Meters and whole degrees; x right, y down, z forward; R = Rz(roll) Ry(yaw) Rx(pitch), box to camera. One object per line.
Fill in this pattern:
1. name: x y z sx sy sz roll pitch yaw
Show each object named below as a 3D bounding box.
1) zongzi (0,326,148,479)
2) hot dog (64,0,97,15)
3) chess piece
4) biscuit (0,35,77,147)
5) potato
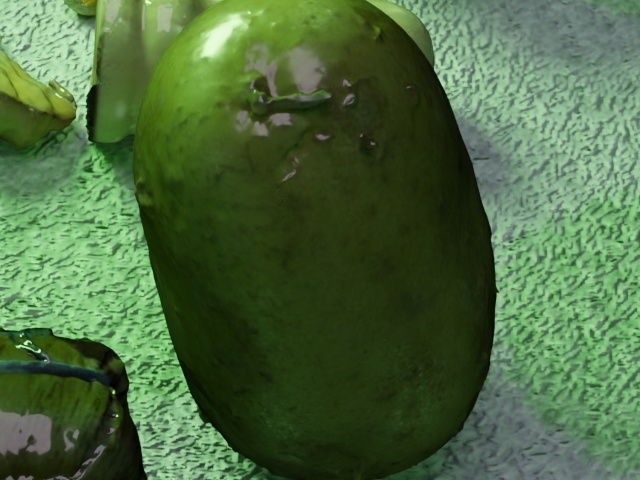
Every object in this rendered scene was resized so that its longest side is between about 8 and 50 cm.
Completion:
1. zongzi: -0.283 0.198 1.107 0.356 0.174 0.393 4 41 -4
2. hot dog: -0.180 -0.236 1.561 0.044 0.028 0.137 27 54 -16
3. chess piece: -0.045 -0.133 1.441 0.261 0.142 0.142 5 52 -9
4. biscuit: -0.277 -0.135 1.452 0.183 0.061 0.118 48 22 28
5. potato: -0.004 -0.018 1.199 0.219 0.359 0.269 -12 46 0
